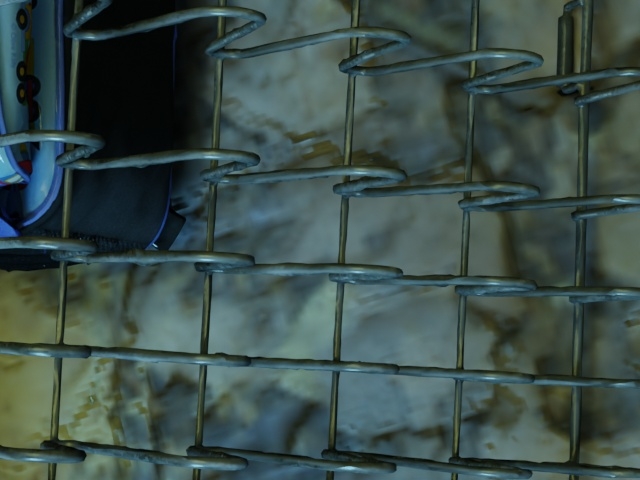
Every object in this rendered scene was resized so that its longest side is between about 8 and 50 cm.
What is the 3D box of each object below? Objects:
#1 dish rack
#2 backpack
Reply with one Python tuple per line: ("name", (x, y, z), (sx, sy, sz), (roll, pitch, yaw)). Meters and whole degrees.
("dish rack", (0.000, 0.000, 0.473), (0.074, 0.208, 0.271), (-6, 80, 64))
("backpack", (-0.133, -0.070, 0.562), (0.173, 0.117, 0.158), (1, 89, 23))
